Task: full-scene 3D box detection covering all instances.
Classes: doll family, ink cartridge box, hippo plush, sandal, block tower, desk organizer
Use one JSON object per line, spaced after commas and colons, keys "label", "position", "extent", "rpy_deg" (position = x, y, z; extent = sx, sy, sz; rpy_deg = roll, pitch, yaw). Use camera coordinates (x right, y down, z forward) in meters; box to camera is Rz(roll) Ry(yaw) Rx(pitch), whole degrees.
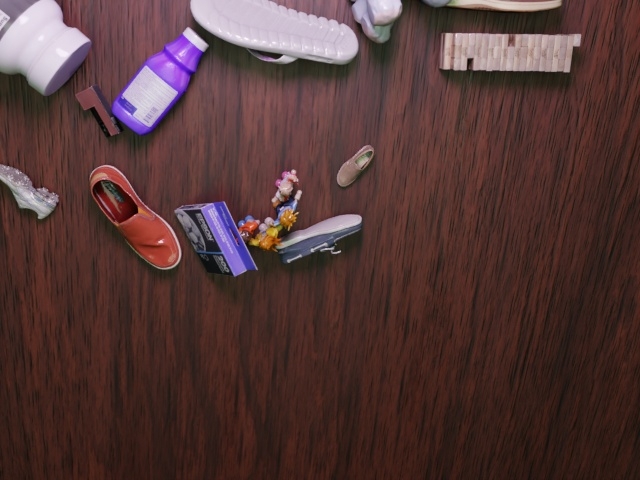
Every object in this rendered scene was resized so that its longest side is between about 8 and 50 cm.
{"label": "doll family", "position": [-0.115, -0.059, 1.565], "extent": [0.118, 0.163, 0.263], "rpy_deg": [38, 102, -15]}
{"label": "ink cartridge box", "position": [-0.279, -0.002, 1.563], "extent": [0.045, 0.208, 0.206], "rpy_deg": [-38, 113, -35]}
{"label": "hippo plush", "position": [0.188, -0.628, 1.364], "extent": [0.237, 0.234, 0.294], "rpy_deg": [-18, 105, -5]}
{"label": "sandal", "position": [-0.115, -0.494, 1.443], "extent": [0.416, 0.169, 0.102], "rpy_deg": [14, 148, -9]}
{"label": "block tower", "position": [0.477, -0.479, 1.506], "extent": [0.336, 0.091, 0.097], "rpy_deg": [-2, 110, -3]}
{"label": "desk organizer", "position": [-0.561, -0.324, 1.500], "extent": [0.050, 0.047, 0.130], "rpy_deg": [-24, 109, 6]}

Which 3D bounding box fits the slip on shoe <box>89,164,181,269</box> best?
{"label": "slip on shoe", "position": [-0.496, -0.050, 1.572], "extent": [0.123, 0.101, 0.331], "rpy_deg": [-32, 110, 5]}

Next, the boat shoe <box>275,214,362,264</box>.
{"label": "boat shoe", "position": [0.000, 0.000, 1.631], "extent": [0.255, 0.095, 0.079], "rpy_deg": [-20, 108, 4]}

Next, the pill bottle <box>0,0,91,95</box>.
{"label": "pill bottle", "position": [-0.726, -0.512, 1.336], "extent": [0.363, 0.210, 0.210], "rpy_deg": [39, 102, -16]}

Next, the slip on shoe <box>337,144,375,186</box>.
{"label": "slip on shoe", "position": [0.096, -0.200, 1.597], "extent": [0.135, 0.041, 0.051], "rpy_deg": [-43, 107, 10]}

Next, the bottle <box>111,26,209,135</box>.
{"label": "bottle", "position": [-0.391, -0.397, 1.463], "extent": [0.118, 0.092, 0.283], "rpy_deg": [39, 102, -16]}

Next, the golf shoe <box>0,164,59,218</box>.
{"label": "golf shoe", "position": [-0.782, -0.123, 1.544], "extent": [0.176, 0.069, 0.086], "rpy_deg": [38, 108, -14]}

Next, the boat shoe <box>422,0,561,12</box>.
{"label": "boat shoe", "position": [0.424, -0.624, 1.439], "extent": [0.342, 0.123, 0.123], "rpy_deg": [4, 110, 1]}
